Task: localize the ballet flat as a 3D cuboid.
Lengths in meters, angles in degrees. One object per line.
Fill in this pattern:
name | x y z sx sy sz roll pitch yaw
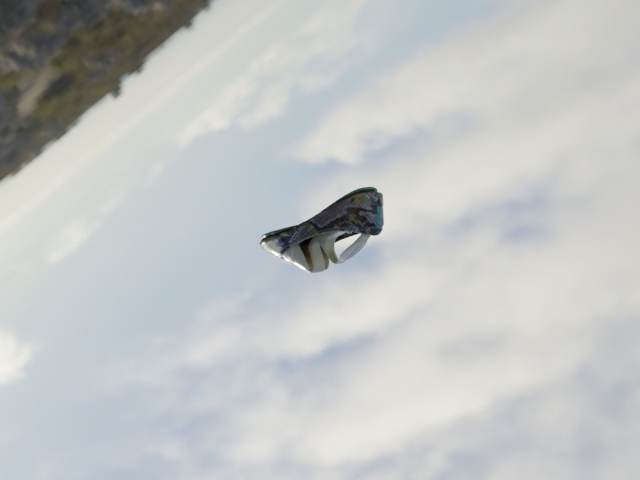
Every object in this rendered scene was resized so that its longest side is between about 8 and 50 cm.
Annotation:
ballet flat | 0.000 0.000 0.908 0.114 0.041 0.041 -25 -163 47
